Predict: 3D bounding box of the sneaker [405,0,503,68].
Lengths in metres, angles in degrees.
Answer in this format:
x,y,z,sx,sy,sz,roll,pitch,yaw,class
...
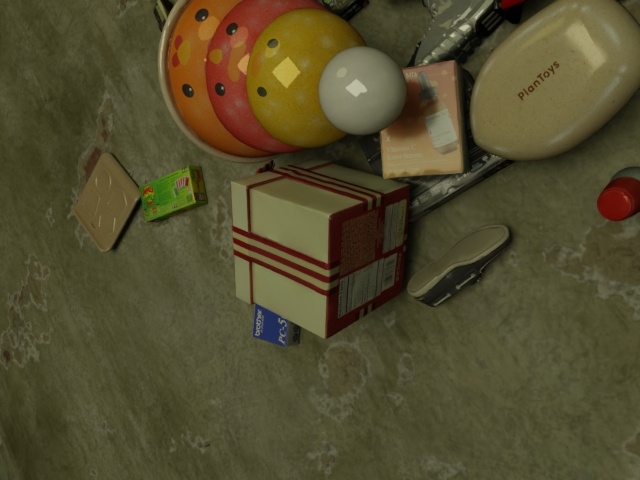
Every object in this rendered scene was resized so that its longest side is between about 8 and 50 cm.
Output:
x,y,z,sx,sy,sz,roll,pitch,yaw,class
0.201,-0.363,0.995,0.228,0.086,0.132,-42,64,17,sneaker

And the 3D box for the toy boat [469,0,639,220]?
x,y,z,sx,sy,sz,roll,pitch,yaw,class
0.370,-0.171,0.822,0.267,0.148,0.318,-37,80,42,toy boat

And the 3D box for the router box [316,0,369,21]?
x,y,z,sx,sy,sz,roll,pitch,yaw,class
0.029,-0.492,1.120,0.092,0.038,0.123,-32,74,29,router box

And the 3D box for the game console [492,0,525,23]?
x,y,z,sx,sy,sz,roll,pitch,yaw,class
0.323,-0.423,0.873,0.085,0.124,0.144,14,99,41,game console

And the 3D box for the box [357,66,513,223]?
x,y,z,sx,sy,sz,roll,pitch,yaw,class
0.201,-0.162,1.008,0.231,0.056,0.183,-34,74,29,box

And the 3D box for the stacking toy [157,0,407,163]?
x,y,z,sx,sy,sz,roll,pitch,yaw,class
-0.029,-0.265,0.902,0.480,0.350,0.351,28,108,54,stacking toy

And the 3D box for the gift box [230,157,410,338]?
x,y,z,sx,sy,sz,roll,pitch,yaw,class
0.000,0.000,1.026,0.258,0.276,0.255,20,115,36,gift box

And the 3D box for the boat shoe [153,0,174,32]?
x,y,z,sx,sy,sz,roll,pitch,yaw,class
-0.365,-0.520,1.373,0.049,0.056,0.152,-39,62,33,boat shoe

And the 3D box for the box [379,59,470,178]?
x,y,z,sx,sy,sz,roll,pitch,yaw,class
0.167,-0.190,0.919,0.130,0.091,0.171,-4,96,22,box

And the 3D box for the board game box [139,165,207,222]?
x,y,z,sx,sy,sz,roll,pitch,yaw,class
-0.362,-0.111,1.388,0.181,0.043,0.092,-16,82,32,board game box

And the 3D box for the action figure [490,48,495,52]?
x,y,z,sx,sy,sz,roll,pitch,yaw,class
0.384,-0.354,0.839,0.280,0.139,0.092,-37,74,26,action figure

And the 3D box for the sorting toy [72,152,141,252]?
x,y,z,sx,sy,sz,roll,pitch,yaw,class
-0.575,-0.103,1.537,0.193,0.038,0.208,47,110,23,sorting toy

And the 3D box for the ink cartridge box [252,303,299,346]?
x,y,z,sx,sy,sz,roll,pitch,yaw,class
-0.088,0.114,1.214,0.097,0.046,0.207,10,98,34,ink cartridge box

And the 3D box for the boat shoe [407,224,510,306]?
x,y,z,sx,sy,sz,roll,pitch,yaw,class
0.250,0.048,0.995,0.206,0.075,0.065,-37,115,23,boat shoe
